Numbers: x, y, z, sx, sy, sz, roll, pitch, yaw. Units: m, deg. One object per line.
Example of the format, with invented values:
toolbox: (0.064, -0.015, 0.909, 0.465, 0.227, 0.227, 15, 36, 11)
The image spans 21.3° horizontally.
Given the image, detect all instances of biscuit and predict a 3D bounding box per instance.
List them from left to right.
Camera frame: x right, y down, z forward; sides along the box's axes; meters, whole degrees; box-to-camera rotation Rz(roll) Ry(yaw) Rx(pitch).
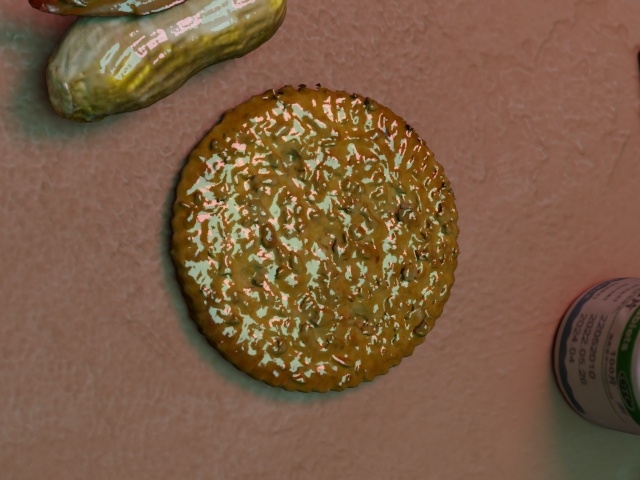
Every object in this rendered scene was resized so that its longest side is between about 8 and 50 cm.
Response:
biscuit: (0.000, 0.000, 1.368, 0.254, 0.035, 0.254, -1, 92, -22)

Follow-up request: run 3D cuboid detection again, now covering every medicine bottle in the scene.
medicine bottle: (0.302, 0.101, 1.384, 0.139, 0.237, 0.139, 0, 91, -20)

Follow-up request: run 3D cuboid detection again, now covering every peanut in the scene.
peanut: (-0.117, -0.157, 1.290, 0.206, 0.087, 0.087, -30, 102, -19)

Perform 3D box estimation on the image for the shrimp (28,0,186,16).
shrimp: (-0.170, -0.207, 1.265, 0.236, 0.053, 0.133, -15, 65, -13)
